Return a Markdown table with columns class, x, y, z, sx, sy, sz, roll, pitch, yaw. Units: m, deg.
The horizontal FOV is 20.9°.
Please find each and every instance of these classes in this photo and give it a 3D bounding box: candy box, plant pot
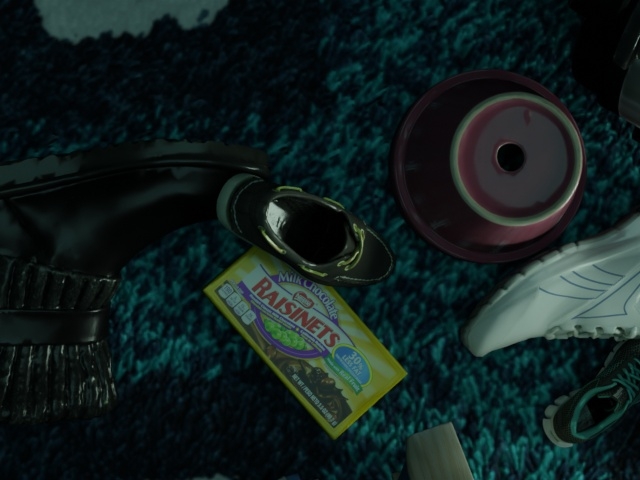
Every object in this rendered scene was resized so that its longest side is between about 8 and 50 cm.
| class | x | y | z | sx | sy | sz | roll | pitch | yaw |
| --- | --- | --- | --- | --- | --- | --- | --- | --- | --- |
| candy box | -0.016 | 0.093 | 1.780 | 0.105 | 0.027 | 0.206 | -42 | 93 | -8 |
| plant pot | 0.177 | -0.075 | 1.723 | 0.201 | 0.180 | 0.201 | 0 | 90 | -5 |

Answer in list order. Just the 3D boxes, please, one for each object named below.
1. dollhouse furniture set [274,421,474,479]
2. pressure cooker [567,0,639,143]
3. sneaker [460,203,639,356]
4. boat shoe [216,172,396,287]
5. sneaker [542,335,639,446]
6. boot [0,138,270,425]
| class | x | y | z | sx | sy | sz | roll | pitch | yaw |
| --- | --- | --- | --- | --- | --- | --- | --- | --- | --- |
| dollhouse furniture set | 0.016 | 0.348 | 1.656 | 0.303 | 0.198 | 0.286 | -19 | 73 | -7 |
| pressure cooker | 0.435 | -0.241 | 1.641 | 0.420 | 0.370 | 0.375 | 31 | 85 | 14 |
| sneaker | 0.284 | 0.053 | 1.760 | 0.297 | 0.111 | 0.129 | -25 | 86 | -4 |
| boat shoe | 0.000 | 0.000 | 1.707 | 0.227 | 0.068 | 0.081 | 23 | 87 | -41 |
| sneaker | 0.306 | 0.155 | 1.781 | 0.166 | 0.076 | 0.065 | -43 | 93 | -4 |
| boot | -0.209 | 0.043 | 1.713 | 0.348 | 0.131 | 0.260 | -8 | 87 | 0 |
